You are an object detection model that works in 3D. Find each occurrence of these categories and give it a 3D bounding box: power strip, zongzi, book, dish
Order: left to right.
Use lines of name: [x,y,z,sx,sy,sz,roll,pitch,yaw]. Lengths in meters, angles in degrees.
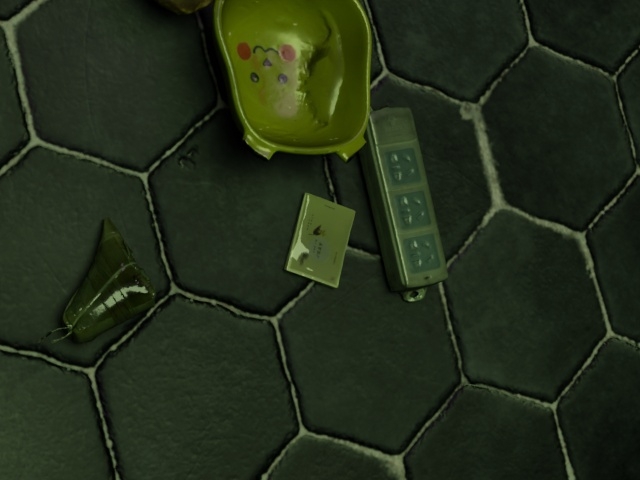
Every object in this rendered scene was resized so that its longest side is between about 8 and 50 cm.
zongzi: [-0.291,0.056,1.822,0.154,0.062,0.130,-30,73,-12]
dish: [-0.049,-0.217,1.945,0.221,0.108,0.263,-2,81,-27]
book: [0.000,0.000,1.981,0.077,0.014,0.111,21,72,-21]
power strip: [0.107,-0.054,2.022,0.078,0.052,0.272,-10,85,-28]

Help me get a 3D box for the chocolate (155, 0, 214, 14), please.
chocolate: [-0.189,-0.438,1.908,0.134,0.134,0.309,-12,87,-27]
